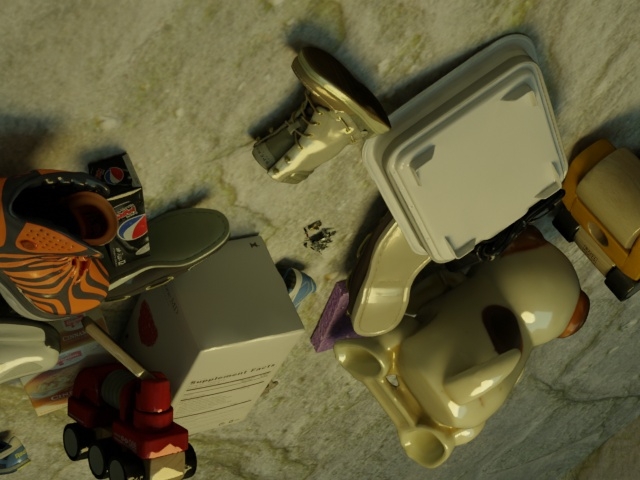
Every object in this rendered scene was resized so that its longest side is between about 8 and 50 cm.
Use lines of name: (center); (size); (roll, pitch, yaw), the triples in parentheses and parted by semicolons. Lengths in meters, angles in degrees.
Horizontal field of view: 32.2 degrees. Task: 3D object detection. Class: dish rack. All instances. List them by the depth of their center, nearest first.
dish rack: (0.228, -0.109, 1.590); (0.285, 0.072, 0.333); (-35, 143, -1)

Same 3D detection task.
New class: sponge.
sponge: (0.060, 0.130, 2.023); (0.117, 0.031, 0.210); (-14, 150, -25)

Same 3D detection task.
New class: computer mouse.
computer mouse: (0.273, -0.021, 1.833); (0.188, 0.072, 0.272); (-40, -179, -21)

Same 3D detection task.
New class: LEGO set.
LEGO set: (-0.002, 0.001, 1.740); (0.054, 0.023, 0.083); (-34, 153, 16)

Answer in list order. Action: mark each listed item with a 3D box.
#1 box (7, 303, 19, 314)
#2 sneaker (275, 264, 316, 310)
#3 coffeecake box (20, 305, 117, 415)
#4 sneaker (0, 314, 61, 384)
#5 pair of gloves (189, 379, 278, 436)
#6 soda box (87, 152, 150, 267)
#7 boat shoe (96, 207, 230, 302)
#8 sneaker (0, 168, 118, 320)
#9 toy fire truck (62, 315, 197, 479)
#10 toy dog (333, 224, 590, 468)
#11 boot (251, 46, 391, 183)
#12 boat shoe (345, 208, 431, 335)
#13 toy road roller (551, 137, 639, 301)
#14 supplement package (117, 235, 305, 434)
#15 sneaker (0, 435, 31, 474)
box: (-0.378, 0.068, 1.502); (0.062, 0.052, 0.083); (-36, 153, 19)
sneaker: (-0.089, 0.123, 1.824); (0.211, 0.080, 0.081); (-41, 148, 29)
coffeecake box: (-0.385, 0.181, 1.682); (0.142, 0.068, 0.185); (-19, 152, -13)
sneaker: (-0.543, 0.259, 1.445); (0.447, 0.257, 0.169); (-11, 164, -22)
pair of gloves: (-0.204, 0.293, 2.077); (0.240, 0.042, 0.204); (-30, 157, 14)
soda box: (-0.254, -0.035, 1.412); (0.053, 0.060, 0.169); (-20, 153, -15)
boat shoe: (-0.225, 0.021, 1.526); (0.228, 0.081, 0.068); (-20, 157, 5)
sneaker: (-0.304, 0.012, 1.327); (0.180, 0.124, 0.321); (-8, 160, 20)
toy fire truck: (-0.291, 0.216, 1.593); (0.158, 0.217, 0.246); (-5, 104, -38)
toy dog: (0.281, 0.146, 1.969); (0.408, 0.284, 0.395); (-39, 175, -26)
boot: (-0.020, -0.149, 1.398); (0.165, 0.077, 0.213); (-31, 154, 16)
boat shoe: (0.118, 0.015, 1.783); (0.116, 0.096, 0.324); (2, 134, -21)
toy road roller: (0.564, -0.067, 1.933); (0.240, 0.202, 0.329); (-35, 160, -8)
supplement package: (-0.177, 0.153, 1.690); (0.175, 0.177, 0.293); (-9, 149, -31)
sneaker: (-0.565, 0.372, 1.900); (0.144, 0.059, 0.053); (-15, -172, 14)
